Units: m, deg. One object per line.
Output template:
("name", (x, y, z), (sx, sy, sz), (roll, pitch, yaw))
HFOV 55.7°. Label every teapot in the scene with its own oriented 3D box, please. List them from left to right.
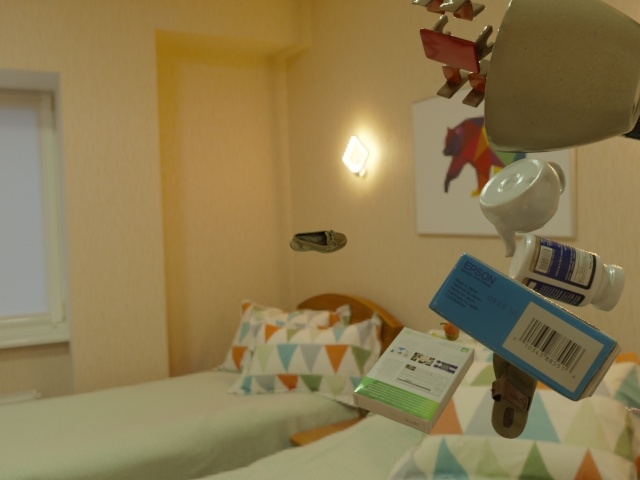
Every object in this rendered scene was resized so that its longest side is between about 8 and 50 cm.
("teapot", (0.619, -0.114, 1.816), (0.256, 0.187, 0.252), (-34, 22, 25))

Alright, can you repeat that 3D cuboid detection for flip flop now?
("flip flop", (0.459, 0.380, 1.482), (0.112, 0.277, 0.080), (17, 30, 33))

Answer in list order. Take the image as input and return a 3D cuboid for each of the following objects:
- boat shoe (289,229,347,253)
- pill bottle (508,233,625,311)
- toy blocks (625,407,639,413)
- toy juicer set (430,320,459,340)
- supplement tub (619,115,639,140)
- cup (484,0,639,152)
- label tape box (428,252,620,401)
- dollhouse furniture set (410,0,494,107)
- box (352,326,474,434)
("boat shoe", (-0.001, -0.002, 1.537), (0.153, 0.056, 0.048), (1, -26, -17))
("pill bottle", (0.656, 0.091, 1.622), (0.264, 0.153, 0.153), (19, 5, 6))
("toy blocks", (0.741, 0.376, 1.094), (0.260, 0.309, 0.288), (14, -6, 3))
("toy juicer set", (0.386, 0.376, 2.041), (0.089, 0.329, 0.209), (26, 50, 21))
("supplement tub", (0.864, -0.327, 1.626), (0.190, 0.117, 0.117), (15, 5, 9))
("cup", (0.486, -0.310, 1.149), (0.237, 0.331, 0.331), (18, 12, 30))
("label tape box", (0.344, 0.145, 0.980), (0.240, 0.106, 0.333), (34, 5, 29))
("dollhouse furniture set", (0.314, -0.387, 1.271), (0.259, 0.135, 0.262), (32, -18, 39))
("box", (0.269, 0.384, 1.717), (0.232, 0.059, 0.322), (14, 34, 31))
